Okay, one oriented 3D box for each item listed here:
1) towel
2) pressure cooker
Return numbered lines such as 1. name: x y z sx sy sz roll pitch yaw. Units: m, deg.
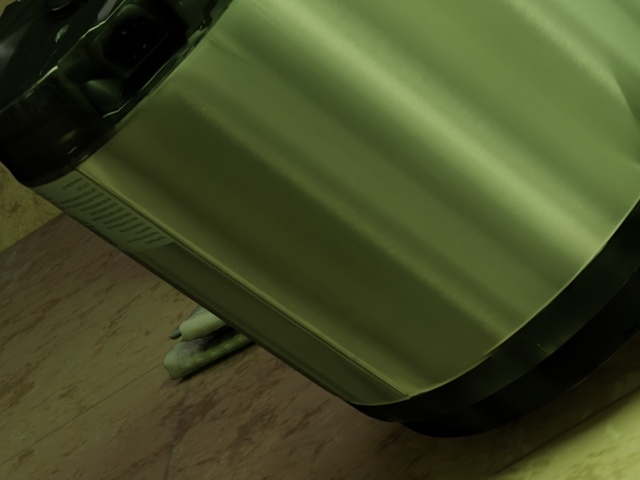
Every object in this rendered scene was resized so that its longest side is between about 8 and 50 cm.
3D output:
1. towel: 0.000 0.000 1.557 0.324 0.056 0.312 -29 13 25
2. pressure cooker: 0.052 -0.089 0.923 0.375 0.420 0.370 -46 22 19
